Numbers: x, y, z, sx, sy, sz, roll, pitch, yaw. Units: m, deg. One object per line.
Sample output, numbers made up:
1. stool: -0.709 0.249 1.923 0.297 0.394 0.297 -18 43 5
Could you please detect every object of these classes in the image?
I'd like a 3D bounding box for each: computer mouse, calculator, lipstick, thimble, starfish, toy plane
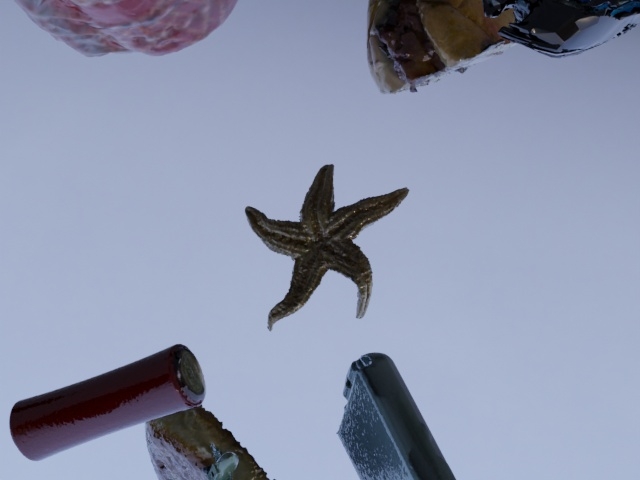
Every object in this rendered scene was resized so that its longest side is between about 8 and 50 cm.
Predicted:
1. computer mouse: 0.240 -0.231 1.225 0.241 0.078 0.146 -27 -118 -26
2. calculator: 0.079 0.226 1.360 0.045 0.141 0.246 -12 -129 -21
3. lipstick: -0.251 0.192 1.616 0.241 0.080 0.080 -20 -166 20
4. thimble: -0.245 -0.397 1.582 0.350 0.350 0.230 16 168 22
5. starfish: 0.000 0.000 1.894 0.235 0.277 0.062 41 175 25
6. toy plane: -0.108 0.253 1.502 0.033 0.083 0.080 -12 -121 -19

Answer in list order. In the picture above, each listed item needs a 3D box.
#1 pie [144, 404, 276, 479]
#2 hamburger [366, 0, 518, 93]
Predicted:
1. pie: -0.140 0.354 1.939 0.092 0.315 0.315 -40 -136 -23
2. hamburger: 0.141 -0.268 1.518 0.155 0.245 0.282 -28 165 36
